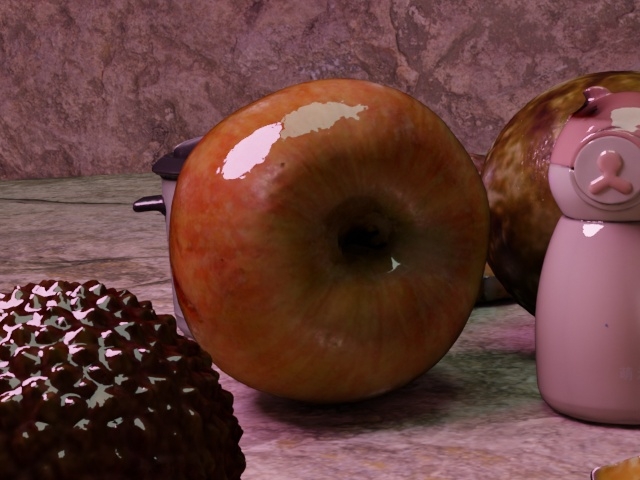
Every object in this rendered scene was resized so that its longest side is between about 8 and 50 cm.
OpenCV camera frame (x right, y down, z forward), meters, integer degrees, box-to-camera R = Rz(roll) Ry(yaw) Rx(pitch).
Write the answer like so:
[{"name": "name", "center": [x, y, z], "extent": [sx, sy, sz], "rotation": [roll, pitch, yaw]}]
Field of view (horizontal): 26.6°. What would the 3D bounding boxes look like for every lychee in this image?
[{"name": "lychee", "center": [-0.127, 0.104, 0.675], "extent": [0.188, 0.188, 0.188], "rotation": [-4, 8, 1]}]

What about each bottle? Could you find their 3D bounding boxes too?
[{"name": "bottle", "center": [0.228, 0.005, 0.990], "extent": [0.147, 0.237, 0.147], "rotation": [-4, 9, 1]}]

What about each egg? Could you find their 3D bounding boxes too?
[{"name": "egg", "center": [0.259, -0.034, 1.188], "extent": [0.238, 0.238, 0.289], "rotation": [-5, -10, -5]}]

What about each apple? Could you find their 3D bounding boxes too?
[{"name": "apple", "center": [0.000, 0.000, 1.079], "extent": [0.264, 0.264, 0.264], "rotation": [-4, 8, 1]}]

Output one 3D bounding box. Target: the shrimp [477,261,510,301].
[{"name": "shrimp", "center": [0.131, 0.024, 1.528], "extent": [0.290, 0.054, 0.222], "rotation": [5, 13, 30]}]

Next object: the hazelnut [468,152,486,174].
[{"name": "hazelnut", "center": [0.186, -0.044, 1.706], "extent": [0.154, 0.143, 0.143], "rotation": [-10, 10, -26]}]

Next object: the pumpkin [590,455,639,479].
[{"name": "pumpkin", "center": [0.273, 0.133, 0.617], "extent": [0.254, 0.149, 0.130], "rotation": [-25, -37, 13]}]

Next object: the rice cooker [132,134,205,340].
[{"name": "rice cooker", "center": [-0.037, -0.017, 1.306], "extent": [0.280, 0.227, 0.241], "rotation": [-3, 8, 4]}]
